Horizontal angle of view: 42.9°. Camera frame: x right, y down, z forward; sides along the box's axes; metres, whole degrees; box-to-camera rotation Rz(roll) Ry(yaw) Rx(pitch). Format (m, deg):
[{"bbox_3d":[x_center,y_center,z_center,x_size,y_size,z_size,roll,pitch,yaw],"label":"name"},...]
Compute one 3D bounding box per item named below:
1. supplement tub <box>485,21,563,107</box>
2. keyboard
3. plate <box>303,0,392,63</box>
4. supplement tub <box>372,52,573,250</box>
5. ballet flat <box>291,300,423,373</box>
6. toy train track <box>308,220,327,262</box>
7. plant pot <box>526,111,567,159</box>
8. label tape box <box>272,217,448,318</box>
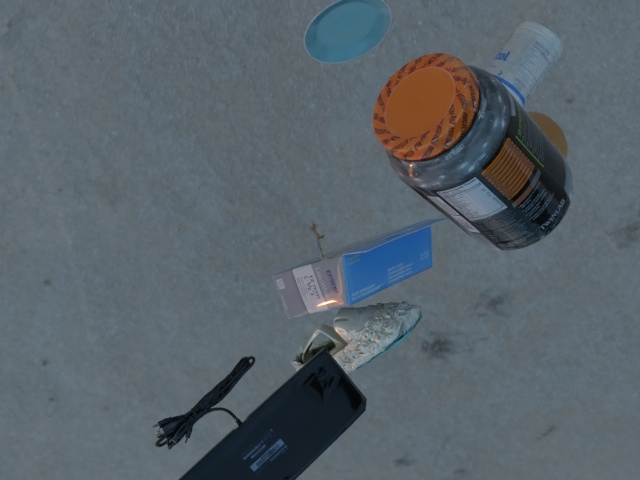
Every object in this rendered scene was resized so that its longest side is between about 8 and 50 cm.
[{"bbox_3d":[0.262,-0.226,1.076,0.071,0.071,0.107,40,82,-31],"label":"supplement tub"},{"bbox_3d":[-0.100,0.262,1.115,0.317,0.033,0.201,-41,109,-15],"label":"keyboard"},{"bbox_3d":[0.053,-0.429,1.639,0.188,0.024,0.188,-16,153,-9],"label":"plate"},{"bbox_3d":[0.135,-0.076,0.718,0.117,0.117,0.190,-32,139,23],"label":"supplement tub"},{"bbox_3d":[0.056,0.226,1.801,0.147,0.146,0.409,22,140,-21],"label":"ballet flat"},{"bbox_3d":[0.000,0.000,1.405,0.014,0.083,0.048,-26,147,16],"label":"toy train track"},{"bbox_3d":[0.329,-0.136,1.423,0.205,0.188,0.205,25,129,35],"label":"plant pot"},{"bbox_3d":[0.096,0.058,1.716,0.348,0.249,0.115,-15,95,55],"label":"label tape box"}]
